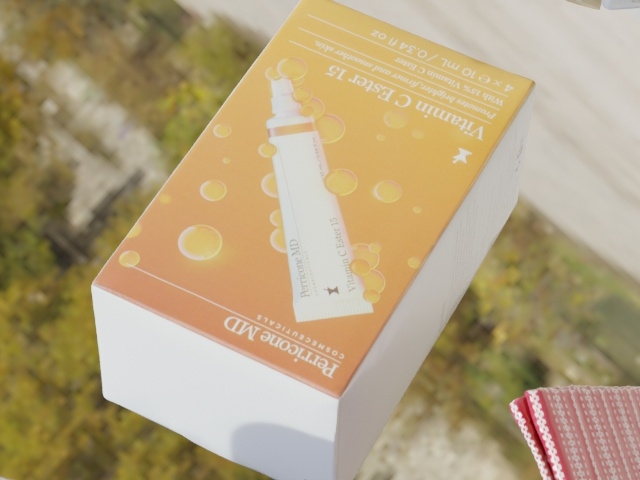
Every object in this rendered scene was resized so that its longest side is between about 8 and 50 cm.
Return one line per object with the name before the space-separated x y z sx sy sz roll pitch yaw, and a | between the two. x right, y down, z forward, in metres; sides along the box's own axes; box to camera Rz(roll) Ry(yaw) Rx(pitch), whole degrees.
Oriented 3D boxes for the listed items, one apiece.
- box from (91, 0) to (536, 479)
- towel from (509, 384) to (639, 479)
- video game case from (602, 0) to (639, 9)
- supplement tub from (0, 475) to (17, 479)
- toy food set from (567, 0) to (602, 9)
box | 0.000 0.000 1.591 0.215 0.345 0.168 24 147 15
towel | 0.216 0.195 1.365 0.275 0.031 0.199 9 -120 -62
video game case | 0.313 -0.267 1.657 0.019 0.157 0.143 -128 35 -65
supplement tub | -0.291 0.252 1.217 0.331 0.241 0.241 9 -176 -8
toy food set | 0.186 -0.280 1.496 0.132 0.192 0.038 19 -173 16
